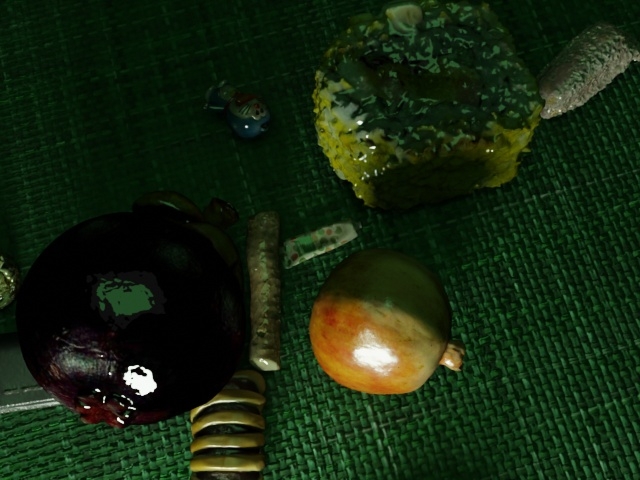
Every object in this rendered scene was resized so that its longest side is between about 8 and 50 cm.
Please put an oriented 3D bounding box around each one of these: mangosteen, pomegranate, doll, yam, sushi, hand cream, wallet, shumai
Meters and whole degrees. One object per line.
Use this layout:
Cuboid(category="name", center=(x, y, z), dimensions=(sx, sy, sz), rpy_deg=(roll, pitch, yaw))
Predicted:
Cuboid(category="mangosteen", center=(-0.296, 0.092, 1.555), dimensions=(0.381, 0.382, 0.435), rpy_deg=(9, 55, 5))
Cuboid(category="pomegranate", center=(0.119, 0.148, 1.578), dimensions=(0.270, 0.252, 0.229), rpy_deg=(22, 51, 12))
Cuboid(category="doll", center=(-0.156, -0.255, 1.826), dimensions=(0.114, 0.086, 0.152), rpy_deg=(-32, 60, -30))
Cuboid(category="yam", center=(-0.101, 0.091, 1.702), dimensions=(0.066, 0.066, 0.300), rpy_deg=(-3, 69, 0))
Cuboid(category="sushi", center=(0.181, -0.259, 1.736), dimensions=(0.396, 0.240, 0.352), rpy_deg=(-14, 69, -7))
Cuboid(category="hand cream", center=(0.000, 0.000, 1.754), dimensions=(0.165, 0.037, 0.057), rpy_deg=(-21, 70, 0))
Cuboid(category="wallet", center=(-0.524, 0.230, 1.674), dimensions=(0.250, 0.044, 0.149), rpy_deg=(-7, 73, -1))
Cuboid(category="shumai", center=(-0.609, 0.066, 1.714), dimensions=(0.098, 0.087, 0.124), rpy_deg=(-10, 71, -4))

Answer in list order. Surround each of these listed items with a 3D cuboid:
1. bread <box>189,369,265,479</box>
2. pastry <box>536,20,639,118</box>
Cuboid(category="bread", center=(-0.159, 0.333, 1.602), dimensions=(0.134, 0.081, 0.225), rpy_deg=(-4, 68, 1))
Cuboid(category="pastry", center=(0.520, -0.344, 1.823), dimensions=(0.265, 0.112, 0.103), rpy_deg=(-36, 61, -12))
